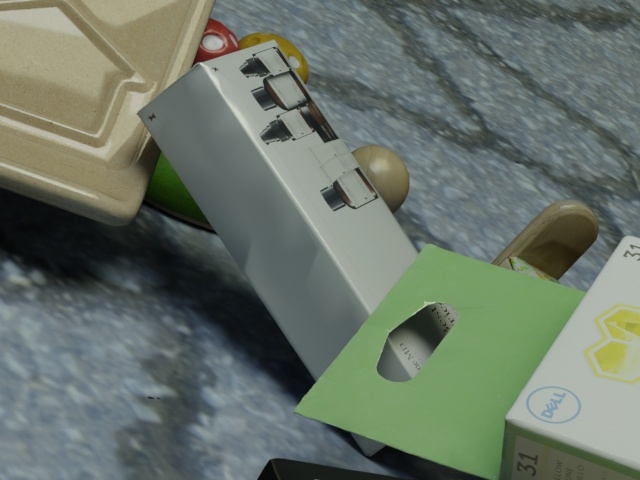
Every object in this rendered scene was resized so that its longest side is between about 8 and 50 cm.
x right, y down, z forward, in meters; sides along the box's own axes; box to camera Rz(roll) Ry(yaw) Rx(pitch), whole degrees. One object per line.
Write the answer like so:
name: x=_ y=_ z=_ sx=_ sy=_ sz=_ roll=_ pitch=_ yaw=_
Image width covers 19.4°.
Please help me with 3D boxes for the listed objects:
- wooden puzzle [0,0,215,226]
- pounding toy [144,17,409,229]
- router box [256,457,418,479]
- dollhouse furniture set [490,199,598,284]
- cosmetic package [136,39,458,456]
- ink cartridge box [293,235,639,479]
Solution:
wooden puzzle: x=-0.229 y=-0.170 z=1.168 sx=0.322 sy=0.080 sz=0.347 roll=19 pitch=50 yaw=-5
pounding toy: x=-0.043 y=-0.085 z=1.259 sx=0.237 sy=0.110 sz=0.183 roll=27 pitch=25 yaw=-1
router box: x=0.126 y=0.226 z=0.865 sx=0.309 sy=0.081 sz=0.243 roll=12 pitch=29 yaw=-30
dollhouse furniture set: x=0.242 y=0.084 z=1.098 sx=0.242 sy=0.161 sz=0.212 roll=28 pitch=26 yaw=-30
cosmetic package: x=0.000 y=0.000 z=1.093 sx=0.239 sy=0.060 sz=0.099 roll=56 pitch=31 yaw=2
ink cartridge box: x=0.128 y=0.061 z=0.970 sx=0.235 sy=0.056 sz=0.171 roll=20 pitch=41 yaw=21
